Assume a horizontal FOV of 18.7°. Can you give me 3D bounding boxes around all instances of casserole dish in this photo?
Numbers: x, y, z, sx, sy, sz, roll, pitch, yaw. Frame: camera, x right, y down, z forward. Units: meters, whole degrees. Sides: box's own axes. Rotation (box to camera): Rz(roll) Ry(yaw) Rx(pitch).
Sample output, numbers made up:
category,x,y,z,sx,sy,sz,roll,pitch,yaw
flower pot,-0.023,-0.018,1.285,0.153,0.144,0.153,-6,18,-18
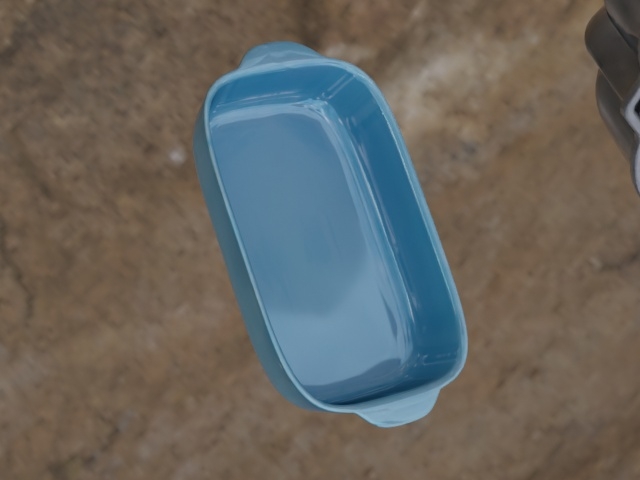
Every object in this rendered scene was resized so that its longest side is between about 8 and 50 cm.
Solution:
category,x,y,z,sx,sy,sz,roll,pitch,yaw
casserole dish,0.000,0.000,0.905,0.114,0.037,0.188,-12,78,-38

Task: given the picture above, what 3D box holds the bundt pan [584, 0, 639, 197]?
category,x,y,z,sx,sy,sz,roll,pitch,yaw
bundt pan,0.312,-0.150,1.254,0.331,0.124,0.331,-14,128,-18
